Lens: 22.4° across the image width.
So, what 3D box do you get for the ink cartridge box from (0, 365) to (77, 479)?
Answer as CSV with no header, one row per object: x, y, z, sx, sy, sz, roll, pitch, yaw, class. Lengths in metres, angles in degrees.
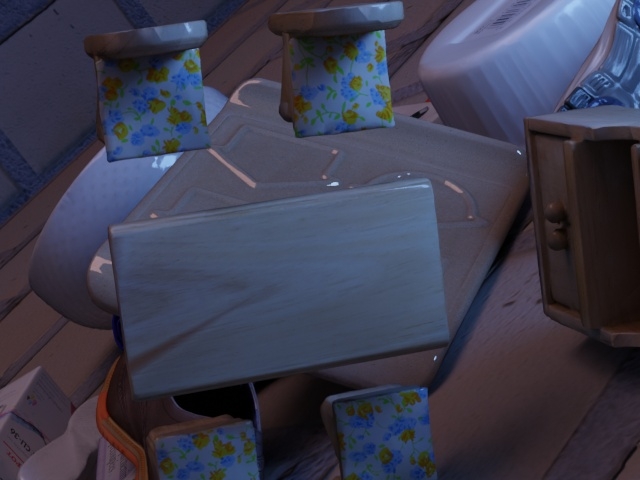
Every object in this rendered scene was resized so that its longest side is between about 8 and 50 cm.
-0.307,0.233,1.661,0.067,0.115,0.198,-30,18,24,ink cartridge box

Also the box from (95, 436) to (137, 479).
-0.156,0.239,1.415,0.063,0.067,0.324,-36,16,4,box

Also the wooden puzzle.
0.000,0.000,1.496,0.322,0.080,0.348,16,41,15,wooden puzzle

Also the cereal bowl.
-0.186,-0.016,1.962,0.339,0.141,0.339,-45,-14,-14,cereal bowl

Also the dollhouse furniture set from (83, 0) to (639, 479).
0.067,0.021,1.063,0.394,0.362,0.256,-9,9,-13,dollhouse furniture set

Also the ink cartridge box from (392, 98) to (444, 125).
0.111,-0.138,1.935,0.239,0.060,0.275,-43,17,-17,ink cartridge box

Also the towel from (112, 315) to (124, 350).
-0.099,0.005,1.766,0.227,0.076,0.308,-39,-2,18,towel

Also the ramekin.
0.235,-0.195,1.686,0.277,0.135,0.277,-34,16,11,ramekin

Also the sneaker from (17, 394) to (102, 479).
-0.232,0.227,1.616,0.212,0.080,0.094,-34,-36,-50,sneaker

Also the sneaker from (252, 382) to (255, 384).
-0.031,0.070,1.582,0.262,0.099,0.121,-43,24,-12,sneaker

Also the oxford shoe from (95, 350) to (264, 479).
-0.107,0.144,1.390,0.364,0.130,0.133,-131,59,-66,oxford shoe

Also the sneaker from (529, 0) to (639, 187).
0.275,-0.150,1.473,0.297,0.111,0.129,-51,3,-16,sneaker
